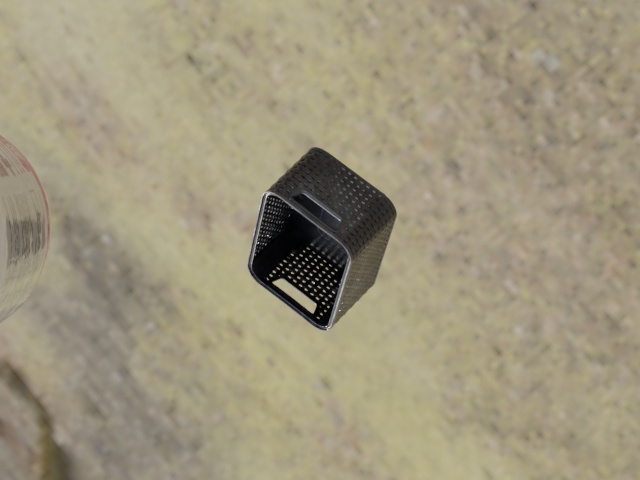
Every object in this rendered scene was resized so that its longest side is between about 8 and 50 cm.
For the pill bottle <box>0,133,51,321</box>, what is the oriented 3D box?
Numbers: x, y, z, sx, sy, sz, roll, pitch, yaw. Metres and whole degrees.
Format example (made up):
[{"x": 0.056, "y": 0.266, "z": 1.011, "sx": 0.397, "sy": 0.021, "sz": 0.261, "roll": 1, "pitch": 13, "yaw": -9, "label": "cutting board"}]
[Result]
[{"x": -0.267, "y": -0.001, "z": 1.193, "sx": 0.160, "sy": 0.160, "sz": 0.283, "roll": 53, "pitch": -178, "yaw": -3, "label": "pill bottle"}]

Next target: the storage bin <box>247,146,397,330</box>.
[{"x": 0.000, "y": 0.000, "z": 2.062, "sx": 0.122, "sy": 0.084, "sz": 0.180, "roll": 37, "pitch": 150, "yaw": 14, "label": "storage bin"}]
